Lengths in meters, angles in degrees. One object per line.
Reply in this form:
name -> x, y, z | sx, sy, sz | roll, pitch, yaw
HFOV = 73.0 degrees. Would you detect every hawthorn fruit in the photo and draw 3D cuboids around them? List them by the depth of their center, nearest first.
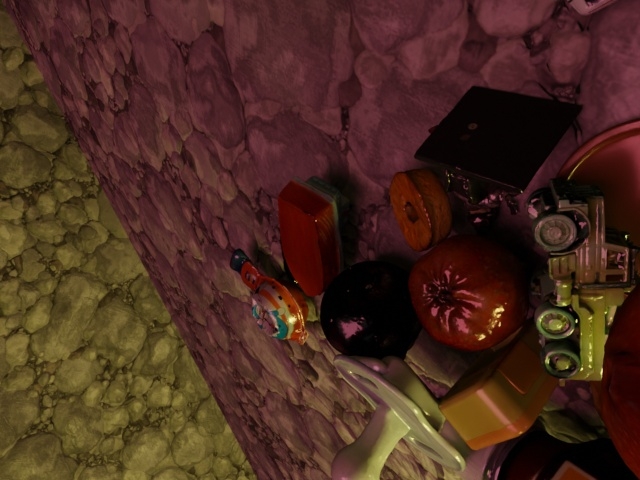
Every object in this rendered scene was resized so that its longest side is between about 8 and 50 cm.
hawthorn fruit -> 0.244, 0.082, 0.679 | 0.179, 0.200, 0.179 | -14, 73, 52

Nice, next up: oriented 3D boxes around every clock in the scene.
clock -> 0.295, 0.226, 0.688 | 0.096, 0.202, 0.143 | 51, 144, 14

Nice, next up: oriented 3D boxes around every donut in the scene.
donut -> 0.169, -0.054, 0.723 | 0.152, 0.058, 0.152 | 161, 90, -85

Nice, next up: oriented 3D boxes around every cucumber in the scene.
cucumber -> -0.077, 0.022, 1.135 | 0.070, 0.046, 0.220 | 36, 140, 41

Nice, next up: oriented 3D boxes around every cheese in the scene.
cheese -> -0.147, 0.162, 1.245 | 0.329, 0.129, 0.217 | 47, 142, 17

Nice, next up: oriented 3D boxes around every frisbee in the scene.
frisbee -> 0.410, -0.027, 0.524 | 0.250, 0.021, 0.251 | 31, 136, 35

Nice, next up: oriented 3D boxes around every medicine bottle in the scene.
medicine bottle -> 0.384, 0.397, 0.675 | 0.395, 0.242, 0.243 | 30, 139, 63

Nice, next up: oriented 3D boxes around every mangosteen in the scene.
mangosteen -> 0.114, 0.164, 0.879 | 0.211, 0.211, 0.250 | 18, 146, 43

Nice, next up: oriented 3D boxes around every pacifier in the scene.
pacifier -> 0.095, 0.322, 0.732 | 0.287, 0.226, 0.238 | 53, 154, -18

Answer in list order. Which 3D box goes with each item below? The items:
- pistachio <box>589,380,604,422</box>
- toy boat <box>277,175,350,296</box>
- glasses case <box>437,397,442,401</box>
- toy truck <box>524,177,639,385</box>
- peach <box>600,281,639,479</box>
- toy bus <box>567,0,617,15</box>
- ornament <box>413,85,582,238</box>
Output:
pistachio -> 0.453, 0.233, 0.589 | 0.189, 0.100, 0.110 | 57, 148, 5
toy boat -> 0.000, 0.000, 0.964 | 0.145, 0.133, 0.332 | 31, 147, 27
glasses case -> 0.292, 0.372, 0.953 | 0.083, 0.023, 0.034 | 8, 126, 50
toy truck -> 0.345, 0.049, 0.562 | 0.135, 0.128, 0.260 | -8, 109, 25
peach -> 0.416, 0.122, 0.343 | 0.372, 0.290, 0.373 | 20, 163, 6
toy bus -> 0.318, -0.294, 0.392 | 0.193, 0.087, 0.089 | -21, 105, 54
ornament -> 0.248, -0.090, 0.635 | 0.166, 0.153, 0.196 | 30, 159, 36
